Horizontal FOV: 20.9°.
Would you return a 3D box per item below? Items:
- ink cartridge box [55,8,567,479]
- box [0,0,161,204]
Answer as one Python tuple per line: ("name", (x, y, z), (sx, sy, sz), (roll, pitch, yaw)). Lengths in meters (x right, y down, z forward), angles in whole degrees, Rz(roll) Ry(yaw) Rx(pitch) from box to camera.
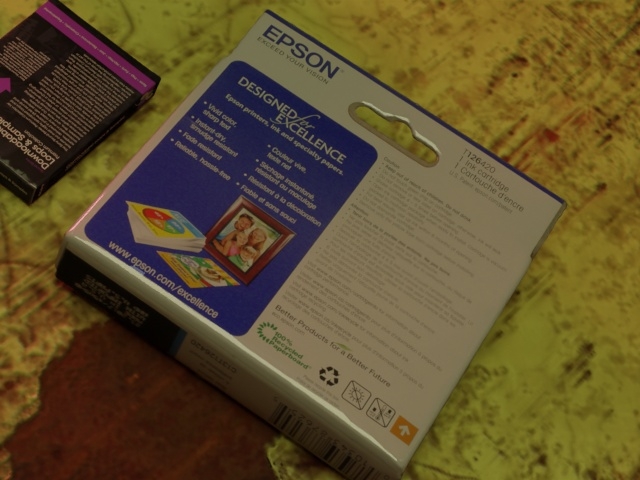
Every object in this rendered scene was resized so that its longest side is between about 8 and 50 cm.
("ink cartridge box", (0.000, 0.000, 1.357), (0.303, 0.072, 0.307), (34, 50, 4))
("box", (-0.220, -0.113, 1.369), (0.116, 0.029, 0.162), (38, 51, 7))
